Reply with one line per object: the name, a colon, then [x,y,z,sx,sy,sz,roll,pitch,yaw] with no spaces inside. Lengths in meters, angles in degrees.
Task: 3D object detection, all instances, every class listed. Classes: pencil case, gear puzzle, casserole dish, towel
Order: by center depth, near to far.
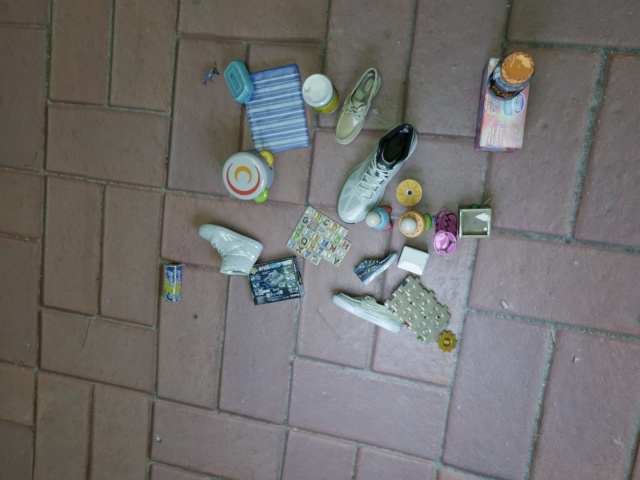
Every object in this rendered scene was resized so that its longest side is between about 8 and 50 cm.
pencil case: [0.456,-0.035,1.566,0.095,0.209,0.098,-4,115,17]
gear puzzle: [0.414,0.303,1.683,0.339,0.044,0.175,45,78,-3]
casserole dish: [-0.338,-0.650,1.742,0.114,0.037,0.188,-34,75,37]
towel: [-0.184,-0.535,1.755,0.243,0.040,0.336,-8,96,11]

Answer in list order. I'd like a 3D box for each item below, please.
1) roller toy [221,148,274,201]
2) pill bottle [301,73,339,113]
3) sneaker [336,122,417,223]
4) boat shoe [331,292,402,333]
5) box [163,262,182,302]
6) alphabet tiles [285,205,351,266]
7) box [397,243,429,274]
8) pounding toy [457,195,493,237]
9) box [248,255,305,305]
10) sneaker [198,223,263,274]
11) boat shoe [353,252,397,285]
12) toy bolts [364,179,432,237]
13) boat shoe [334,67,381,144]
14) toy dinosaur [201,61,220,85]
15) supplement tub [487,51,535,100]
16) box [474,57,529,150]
roller toy: [-0.290,-0.273,1.740,0.191,0.146,0.209,10,109,9]
pill bottle: [0.007,-0.545,1.617,0.117,0.208,0.118,1,95,12]
sneaker: [0.189,-0.252,1.580,0.169,0.257,0.447,36,102,7]
boat shoe: [0.194,0.272,1.720,0.302,0.109,0.094,24,85,0]
box: [-0.660,0.187,1.911,0.054,0.059,0.169,5,97,10]
alphabet tiles: [0.000,0.000,1.773,0.237,0.009,0.198,32,101,8]
box: [0.358,0.071,1.653,0.102,0.101,0.087,19,99,9]
pounding toy: [0.585,-0.089,1.601,0.130,0.100,0.141,0,106,13]
box: [-0.192,0.172,1.810,0.220,0.051,0.175,-13,92,13]
sneaker: [-0.406,0.046,1.786,0.292,0.108,0.169,19,66,10]
boat shoe: [0.217,0.093,1.704,0.183,0.065,0.083,-43,87,14]
toy bolts: [0.276,-0.112,1.597,0.228,0.158,0.218,-7,92,31]
boat shoe: [0.138,-0.518,1.647,0.109,0.098,0.302,31,101,8]
toy dinosaur: [-0.468,-0.694,1.807,0.082,0.047,0.090,-16,58,22]
supplement tub: [0.598,-0.516,1.343,0.117,0.190,0.117,1,96,13]
box: [0.641,-0.472,1.513,0.142,0.154,0.300,5,96,12]
